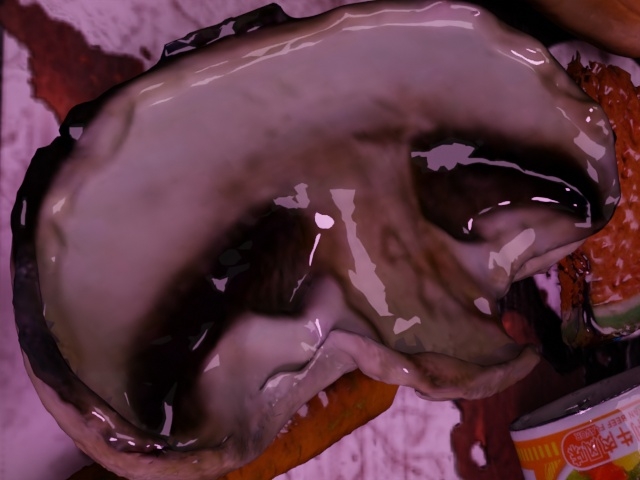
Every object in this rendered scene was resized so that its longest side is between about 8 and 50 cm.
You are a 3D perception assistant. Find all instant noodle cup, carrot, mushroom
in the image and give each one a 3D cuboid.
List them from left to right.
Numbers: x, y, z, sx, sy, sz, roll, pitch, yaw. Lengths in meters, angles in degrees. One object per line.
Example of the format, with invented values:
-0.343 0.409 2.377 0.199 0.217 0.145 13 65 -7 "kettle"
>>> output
-0.086 0.125 0.576 0.314 0.066 0.066 -26 94 -28 "carrot"
-0.001 0.001 0.584 0.344 0.130 0.247 -38 81 -28 "mushroom"
0.206 0.178 0.680 0.168 0.168 0.185 -20 84 -29 "instant noodle cup"

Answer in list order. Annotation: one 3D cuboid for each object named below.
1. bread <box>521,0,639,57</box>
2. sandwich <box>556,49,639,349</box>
0.140 -0.229 0.721 0.305 0.142 0.091 21 40 -23 "bread"
0.209 -0.026 0.757 0.159 0.079 0.235 26 66 -11 "sandwich"
